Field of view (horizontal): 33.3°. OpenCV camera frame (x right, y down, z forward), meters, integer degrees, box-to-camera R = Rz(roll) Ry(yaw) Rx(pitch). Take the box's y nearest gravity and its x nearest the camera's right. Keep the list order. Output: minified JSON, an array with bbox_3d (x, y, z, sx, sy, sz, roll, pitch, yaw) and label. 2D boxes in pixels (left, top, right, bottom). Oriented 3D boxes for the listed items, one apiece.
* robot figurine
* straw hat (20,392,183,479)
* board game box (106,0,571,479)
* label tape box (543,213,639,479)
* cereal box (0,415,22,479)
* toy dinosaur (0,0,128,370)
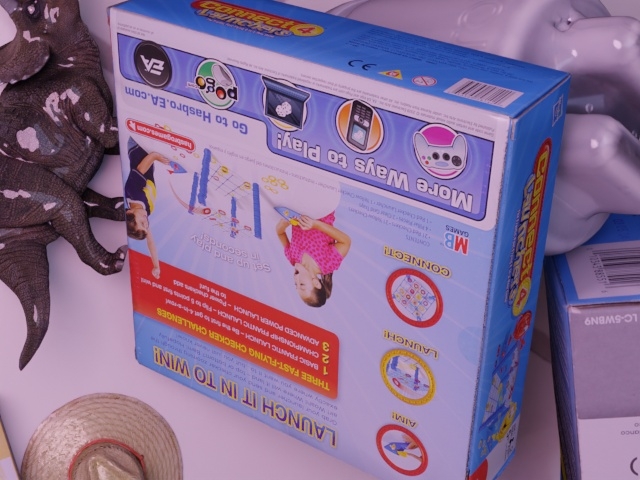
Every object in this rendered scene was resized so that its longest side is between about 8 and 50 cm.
[{"bbox_3d":[0.101,-0.095,0.837,0.200,0.353,0.300,32,71,-43],"label":"robot figurine"},{"bbox_3d":[-0.172,0.199,0.876,0.144,0.061,0.144,0,90,-18],"label":"straw hat"},{"bbox_3d":[0.000,0.000,0.756,0.086,0.308,0.302,-36,138,-46],"label":"board game box"},{"bbox_3d":[0.247,0.156,0.872,0.106,0.240,0.334,-5,109,9],"label":"label tape box"},{"bbox_3d":[-0.305,0.260,0.839,0.173,0.047,0.240,-17,95,-16],"label":"cereal box"},{"bbox_3d":[-0.217,-0.060,0.855,0.160,0.121,0.313,15,90,-5],"label":"toy dinosaur"}]
